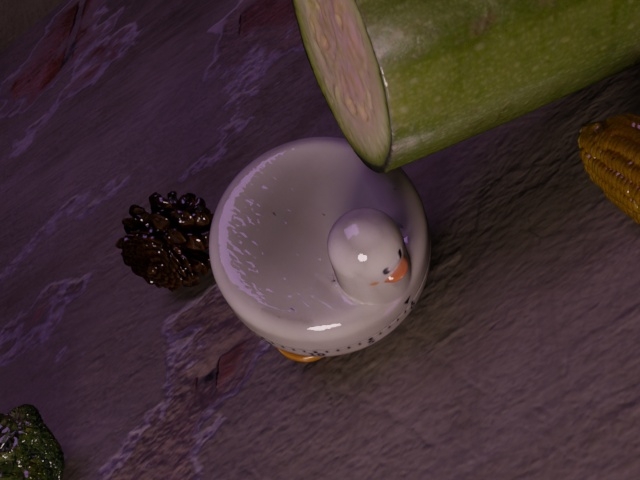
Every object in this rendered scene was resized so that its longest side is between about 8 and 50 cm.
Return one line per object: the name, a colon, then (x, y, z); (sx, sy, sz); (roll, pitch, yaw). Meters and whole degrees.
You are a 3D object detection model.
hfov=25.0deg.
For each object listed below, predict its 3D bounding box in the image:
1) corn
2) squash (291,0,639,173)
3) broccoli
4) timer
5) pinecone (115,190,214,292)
corn: (0.307, -0.056, 1.288); (0.097, 0.097, 0.261); (-43, 25, 3)
squash: (0.184, -0.254, 1.428); (0.385, 0.263, 0.263); (-23, 23, -11)
broccoli: (-0.383, 0.276, 1.757); (0.162, 0.138, 0.145); (-31, 57, 50)
timer: (0.000, 0.000, 1.485); (0.234, 0.240, 0.233); (-3, 67, 8)
pinecone: (-0.194, -0.005, 1.893); (0.140, 0.140, 0.120); (-17, 28, 44)
